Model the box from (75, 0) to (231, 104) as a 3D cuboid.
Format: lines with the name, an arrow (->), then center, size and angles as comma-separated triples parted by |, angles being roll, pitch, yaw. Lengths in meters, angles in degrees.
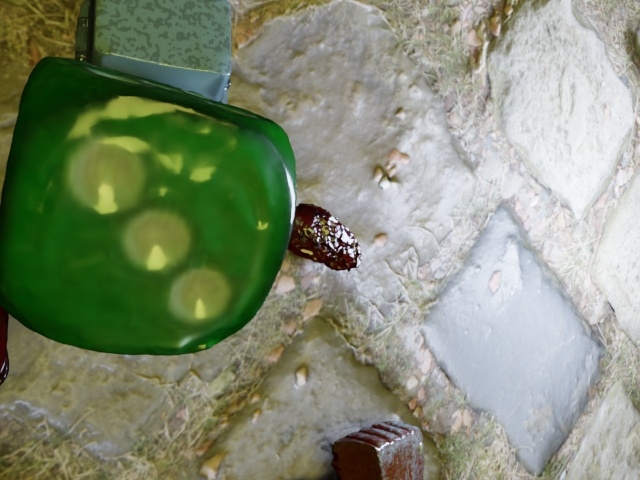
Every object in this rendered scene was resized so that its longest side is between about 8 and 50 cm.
box -> -0.237, -0.287, 0.803 | 0.227, 0.130, 0.162 | 3, 77, -26

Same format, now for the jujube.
jujube -> -0.001, -0.003, 0.955 | 0.166, 0.104, 0.104 | 37, 73, -34

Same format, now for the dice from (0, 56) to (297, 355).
dice -> -0.221, -0.049, 0.683 | 0.300, 0.287, 0.297 | 10, 107, -28

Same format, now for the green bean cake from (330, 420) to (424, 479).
green bean cake -> 0.107, 0.453, 0.981 | 0.198, 0.097, 0.232 | 0, 90, -52

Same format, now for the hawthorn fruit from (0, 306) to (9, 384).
hawthorn fruit -> -0.486, 0.108, 0.605 | 0.215, 0.250, 0.215 | 0, 88, 3

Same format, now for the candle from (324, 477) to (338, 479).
candle -> -0.093, 0.449, 0.926 | 0.329, 0.051, 0.048 | 3, 114, -27
